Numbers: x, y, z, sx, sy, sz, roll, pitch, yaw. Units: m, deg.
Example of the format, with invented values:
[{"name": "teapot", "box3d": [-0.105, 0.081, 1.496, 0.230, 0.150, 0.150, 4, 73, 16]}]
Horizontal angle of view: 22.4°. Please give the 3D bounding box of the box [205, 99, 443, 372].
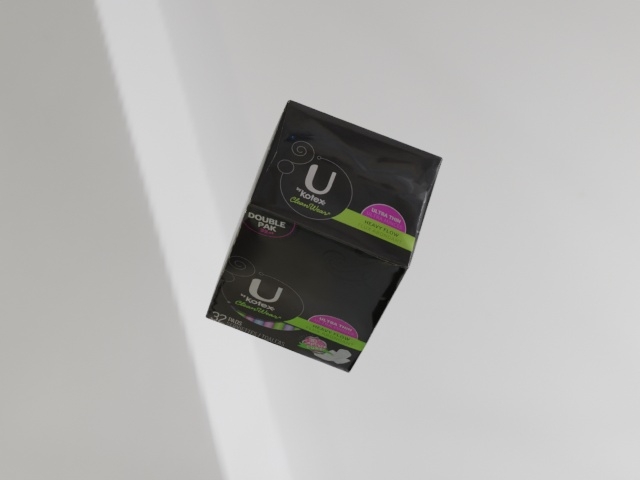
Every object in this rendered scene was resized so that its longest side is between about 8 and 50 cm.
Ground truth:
[{"name": "box", "box3d": [0.000, 0.000, 0.593, 0.062, 0.052, 0.083, 21, -35, -3]}]
